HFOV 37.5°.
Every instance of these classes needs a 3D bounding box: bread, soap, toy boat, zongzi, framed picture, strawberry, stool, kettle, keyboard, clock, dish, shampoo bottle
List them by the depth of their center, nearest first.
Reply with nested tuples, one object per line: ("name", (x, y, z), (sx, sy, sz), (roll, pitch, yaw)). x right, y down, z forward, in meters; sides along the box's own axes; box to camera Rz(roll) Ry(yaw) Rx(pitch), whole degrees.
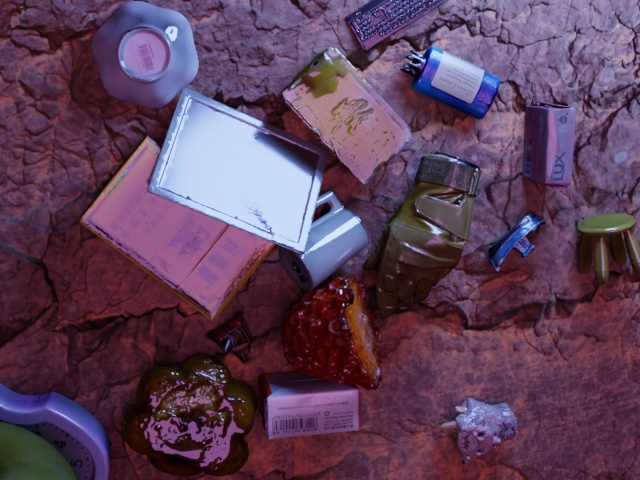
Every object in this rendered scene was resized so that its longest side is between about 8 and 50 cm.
("dish", (-0.304, -0.323, 1.641), (0.190, 0.066, 0.191), (-2, 101, -9))
("framed picture", (-0.139, -0.122, 1.669), (0.296, 0.019, 0.232), (23, 58, -15))
("soap", (0.049, -0.227, 1.717), (0.135, 0.076, 0.233), (-44, 106, 1))
("clock", (-0.551, 0.432, 1.722), (0.338, 0.102, 0.339), (-2, 100, -9))
("keyboard", (0.145, -0.429, 1.727), (0.196, 0.015, 0.074), (-32, 104, -3))
("kettle", (0.000, 0.004, 1.729), (0.148, 0.098, 0.127), (-35, 67, -24))
("strawberry", (0.013, 0.180, 1.730), (0.177, 0.234, 0.234), (-16, 104, 13))
("bread", (-0.239, 0.325, 1.740), (0.246, 0.135, 0.232), (11, 85, -10))
("shampoo bottle", (0.237, -0.298, 1.749), (0.182, 0.050, 0.087), (22, 99, -13))
("zongzi", (-0.169, 0.185, 1.758), (0.083, 0.073, 0.067), (-20, 122, -5))
("toy boat", (0.383, 0.005, 1.827), (0.137, 0.060, 0.061), (-40, 83, -4))
("stool", (0.561, 0.014, 1.836), (0.135, 0.134, 0.111), (-32, 114, -50))

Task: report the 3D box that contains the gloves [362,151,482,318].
("gloves", (0.188, 0.000, 1.750), (0.154, 0.141, 0.331), (20, 96, -14))

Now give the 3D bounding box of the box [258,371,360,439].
("box", (-0.025, 0.309, 1.776), (0.182, 0.133, 0.099), (-4, 101, -11))

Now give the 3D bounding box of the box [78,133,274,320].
("box", (-0.252, -0.023, 1.697), (0.301, 0.084, 0.193), (39, 92, -14))

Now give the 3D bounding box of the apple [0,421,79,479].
("apple", (-0.576, 0.516, 1.465), (0.473, 0.473, 0.474), (-2, 101, -10))

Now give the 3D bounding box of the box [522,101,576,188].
("box", (0.429, -0.182, 1.775), (0.060, 0.111, 0.156), (-3, 103, -10))

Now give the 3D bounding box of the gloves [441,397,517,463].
("gloves", (0.321, 0.372, 1.873), (0.144, 0.094, 0.110), (-26, 115, -12))
